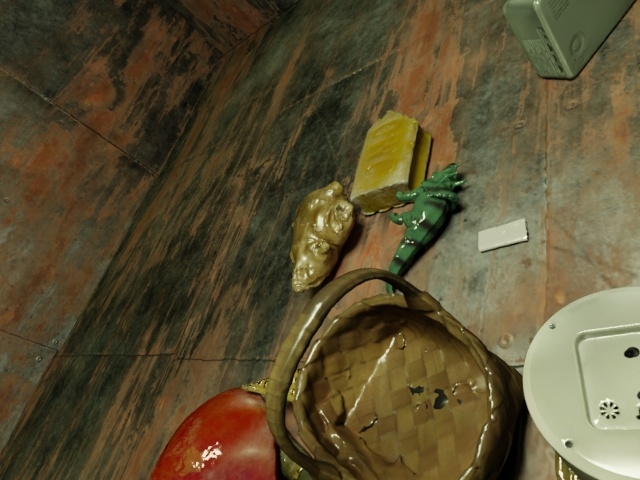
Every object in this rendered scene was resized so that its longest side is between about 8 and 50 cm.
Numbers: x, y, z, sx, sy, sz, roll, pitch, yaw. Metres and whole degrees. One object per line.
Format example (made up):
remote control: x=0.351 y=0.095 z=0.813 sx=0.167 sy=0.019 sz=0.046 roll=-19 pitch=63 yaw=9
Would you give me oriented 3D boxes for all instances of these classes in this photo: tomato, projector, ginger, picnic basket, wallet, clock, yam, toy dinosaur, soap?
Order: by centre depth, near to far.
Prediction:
clock: x=0.350 y=0.163 z=0.504 sx=0.231 sy=0.083 sz=0.230 roll=-26 pitch=40 yaw=24
picnic basket: x=0.065 y=0.189 z=0.615 sx=0.337 sy=0.337 sz=0.292 roll=16 pitch=71 yaw=54
wallet: x=0.310 y=-0.008 z=0.783 sx=0.083 sy=0.011 sz=0.044 roll=-20 pitch=44 yaw=38
tomato: x=-0.208 y=0.412 z=0.800 sx=0.309 sy=0.170 sz=0.308 roll=-21 pitch=62 yaw=48
yam: x=-0.085 y=0.363 z=0.852 sx=0.061 sy=0.061 sz=0.253 roll=-56 pitch=33 yaw=-8
projector: x=0.474 y=-0.463 z=0.859 sx=0.256 sy=0.192 sz=0.099 roll=-52 pitch=35 yaw=-1
toy dinosaur: x=0.184 y=-0.034 z=0.899 sx=0.292 sy=0.079 sz=0.120 roll=-54 pitch=32 yaw=2
ginger: x=0.000 y=0.000 z=1.037 sx=0.219 sy=0.123 sz=0.270 roll=-44 pitch=36 yaw=46
soap: x=0.167 y=-0.194 z=1.061 sx=0.160 sy=0.080 sz=0.257 roll=-15 pitch=48 yaw=41

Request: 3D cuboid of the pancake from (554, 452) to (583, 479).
pancake: x=0.323 y=0.262 z=0.519 sx=0.115 sy=0.011 sz=0.114 roll=-32 pitch=38 yaw=29

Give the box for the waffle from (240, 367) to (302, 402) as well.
waffle: x=-0.063 y=0.254 z=0.862 sx=0.023 sy=0.153 sz=0.097 roll=121 pitch=165 yaw=-62
